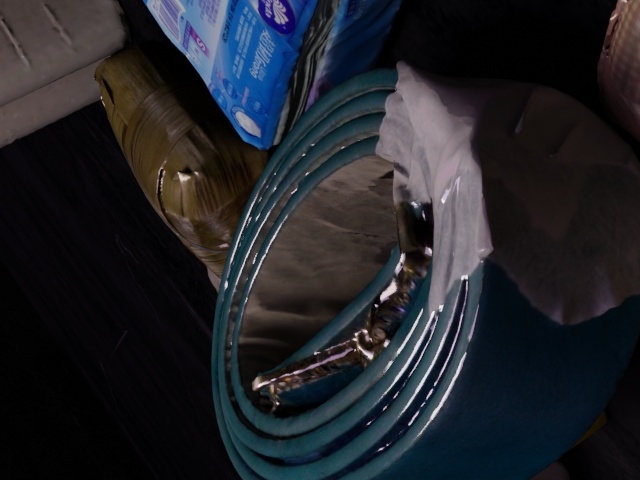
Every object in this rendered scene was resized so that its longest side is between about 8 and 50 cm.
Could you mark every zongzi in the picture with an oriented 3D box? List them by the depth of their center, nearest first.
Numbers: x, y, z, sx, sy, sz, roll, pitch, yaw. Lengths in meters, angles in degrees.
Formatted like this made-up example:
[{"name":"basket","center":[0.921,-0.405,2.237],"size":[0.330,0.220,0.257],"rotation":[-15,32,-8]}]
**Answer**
[{"name":"zongzi","center":[-0.139,-0.062,1.581],"size":[0.286,0.138,0.300],"rotation":[49,166,39]}]

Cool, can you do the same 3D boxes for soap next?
[{"name":"soap","center":[-0.513,-0.278,1.731],"size":[0.350,0.435,0.213],"rotation":[60,160,10]}]

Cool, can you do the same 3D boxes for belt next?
[{"name":"belt","center":[0.059,0.042,1.008],"size":[0.436,0.173,0.300],"rotation":[-39,52,50]}]

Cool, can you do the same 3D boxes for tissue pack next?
[{"name":"tissue pack","center":[-0.036,-0.226,1.082],"size":[0.198,0.146,0.263],"rotation":[54,158,13]}]

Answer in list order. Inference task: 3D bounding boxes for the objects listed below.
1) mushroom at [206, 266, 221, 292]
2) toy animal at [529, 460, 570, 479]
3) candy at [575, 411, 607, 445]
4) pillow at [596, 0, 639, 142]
[{"name":"mushroom","center":[-0.127,0.000,1.692],"size":[0.223,0.081,0.092],"rotation":[57,178,15]},{"name":"toy animal","center":[0.204,0.316,1.212],"size":[0.193,0.178,0.127],"rotation":[38,158,43]},{"name":"candy","center":[0.124,0.082,1.201],"size":[0.276,0.088,0.146],"rotation":[25,138,58]},{"name":"pillow","center":[0.245,-0.062,0.808],"size":[0.211,0.034,0.135],"rotation":[50,158,30]}]
